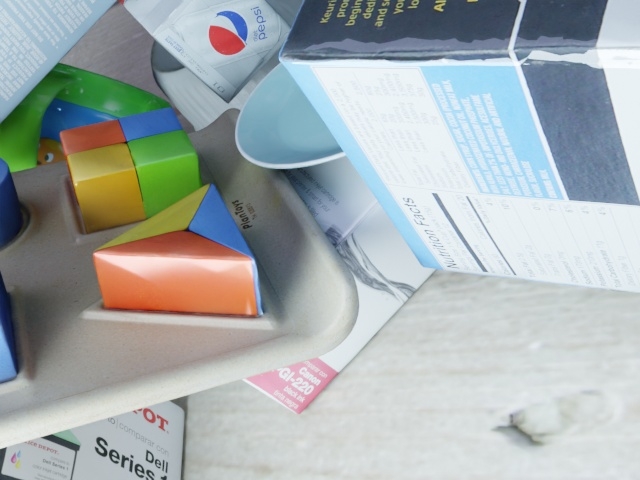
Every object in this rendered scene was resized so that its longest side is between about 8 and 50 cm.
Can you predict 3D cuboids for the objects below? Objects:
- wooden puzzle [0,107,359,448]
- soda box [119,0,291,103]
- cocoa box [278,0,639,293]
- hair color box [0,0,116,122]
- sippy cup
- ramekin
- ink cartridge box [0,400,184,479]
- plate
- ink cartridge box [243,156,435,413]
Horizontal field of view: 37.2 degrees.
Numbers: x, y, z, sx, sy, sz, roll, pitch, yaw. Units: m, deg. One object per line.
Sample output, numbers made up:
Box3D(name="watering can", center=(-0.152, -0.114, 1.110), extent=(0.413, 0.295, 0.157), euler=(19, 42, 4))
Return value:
Box3D(name="wooden puzzle", center=(-0.185, 0.005, 0.669), extent=(0.348, 0.080, 0.322), euler=(-18, 36, -11))
Box3D(name="soda box", center=(-0.135, -0.235, 0.907), extent=(0.091, 0.098, 0.286), euler=(-47, 37, 4))
Box3D(name="cocoa box", center=(0.169, -0.170, 0.563), extent=(0.228, 0.231, 0.347), euler=(6, 63, 32))
Box3D(name="hair color box", center=(-0.273, -0.252, 0.842), extent=(0.185, 0.113, 0.374), euler=(25, 70, 41))
Box3D(name="sippy cup", center=(-0.294, -0.064, 0.996), extent=(0.240, 0.305, 0.224), euler=(14, 90, 29))
Box3D(name="ramekin", center=(-0.083, -0.207, 1.003), extent=(0.207, 0.109, 0.207), euler=(-27, 42, 28))
Box3D(name="ink cartridge box", center=(-0.210, 0.212, 0.682), extent=(0.117, 0.201, 0.278), euler=(-30, 40, 24))
Box3D(name="plate", center=(0.021, -0.112, 0.725), extent=(0.188, 0.024, 0.188), euler=(-20, 38, 16))
Box3D(name="ink cartridge box", center=(0.000, 0.000, 0.745), extent=(0.218, 0.092, 0.158), euler=(-48, 36, 3))
